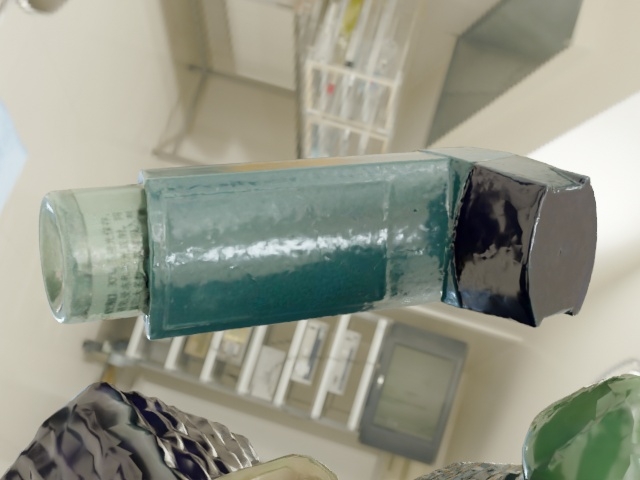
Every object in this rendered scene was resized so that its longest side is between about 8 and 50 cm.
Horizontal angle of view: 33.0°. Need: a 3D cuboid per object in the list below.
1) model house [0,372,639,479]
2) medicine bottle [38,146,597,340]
[{"bbox_3d":[0.009,0.174,0.478,0.298,0.243,0.284,-19,138,-28],"label":"model house"},{"bbox_3d":[0.000,0.000,0.528,0.124,0.258,0.079,-143,-128,-61],"label":"medicine bottle"}]
